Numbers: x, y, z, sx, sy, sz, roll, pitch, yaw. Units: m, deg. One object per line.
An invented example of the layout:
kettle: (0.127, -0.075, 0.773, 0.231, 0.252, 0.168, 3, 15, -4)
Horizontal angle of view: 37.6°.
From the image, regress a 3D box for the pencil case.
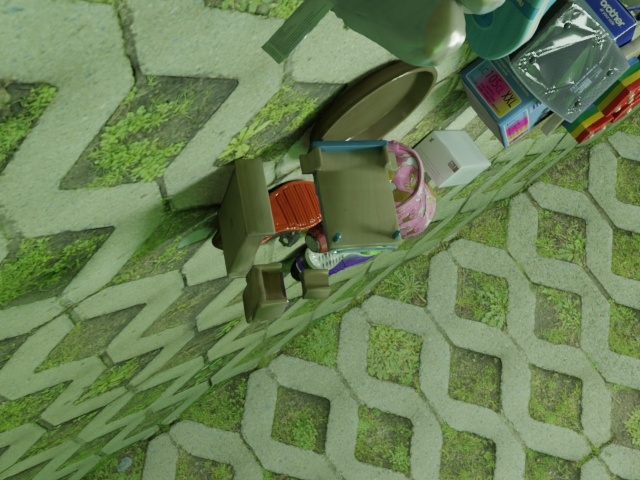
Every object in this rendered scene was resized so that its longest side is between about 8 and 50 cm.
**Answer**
pencil case: (0.169, -0.108, 2.089, 0.160, 0.167, 0.386, -32, 169, 6)

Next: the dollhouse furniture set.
dollhouse furniture set: (0.000, 0.000, 1.622, 0.303, 0.286, 0.198, -5, 158, -17)

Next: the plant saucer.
plant saucer: (0.088, -0.231, 1.684, 0.278, 0.041, 0.278, -34, 169, -7)

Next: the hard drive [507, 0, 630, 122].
hard drive: (0.461, -0.337, 1.760, 0.172, 0.054, 0.255, -46, 138, 17)

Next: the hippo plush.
hippo plush: (0.092, -0.276, 1.037, 0.294, 0.234, 0.236, -39, 167, 14)

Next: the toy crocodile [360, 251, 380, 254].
toy crocodile: (0.159, -0.053, 2.464, 0.340, 0.105, 0.115, -25, 123, -37)

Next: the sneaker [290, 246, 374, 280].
sneaker: (0.029, 0.041, 2.485, 0.293, 0.102, 0.146, -16, 162, -46)

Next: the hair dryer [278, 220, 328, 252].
hair dryer: (0.047, -0.051, 2.185, 0.223, 0.080, 0.293, -40, 168, 20)

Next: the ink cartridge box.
ink cartridge box: (0.498, -0.385, 1.965, 0.395, 0.151, 0.270, -38, 168, 8)

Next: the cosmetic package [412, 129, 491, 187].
cosmetic package: (0.317, -0.199, 2.266, 0.085, 0.117, 0.231, -42, 165, 26)

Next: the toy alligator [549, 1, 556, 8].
toy alligator: (0.435, -0.467, 1.704, 0.190, 0.056, 0.051, -38, -150, 7)

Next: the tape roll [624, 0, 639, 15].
tape roll: (0.814, -0.603, 2.090, 0.286, 0.100, 0.286, -33, 169, -8)

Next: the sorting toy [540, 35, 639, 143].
sorting toy: (0.637, -0.324, 2.006, 0.255, 0.089, 0.257, -31, 166, -32)

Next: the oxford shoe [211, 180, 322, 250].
oxford shoe: (-0.094, -0.049, 1.828, 0.271, 0.097, 0.098, -21, -178, -37)

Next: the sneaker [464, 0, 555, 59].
sneaker: (0.376, -0.424, 1.518, 0.208, 0.127, 0.319, -27, 166, -31)
